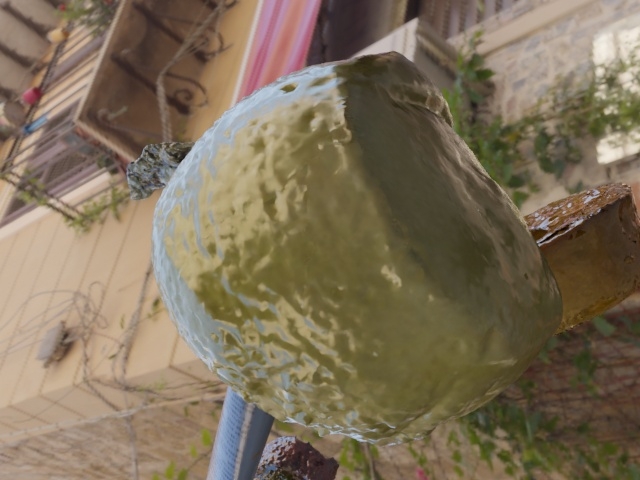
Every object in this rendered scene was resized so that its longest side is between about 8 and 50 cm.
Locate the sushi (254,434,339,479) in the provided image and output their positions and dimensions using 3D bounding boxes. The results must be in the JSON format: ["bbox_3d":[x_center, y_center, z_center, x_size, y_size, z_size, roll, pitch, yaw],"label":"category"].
[{"bbox_3d":[-0.069,0.509,1.708,0.161,0.241,0.107,29,-137,5],"label":"sushi"}]

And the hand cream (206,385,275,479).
[{"bbox_3d":[-0.075,0.181,0.820,0.058,0.091,0.271,8,-70,-27],"label":"hand cream"}]

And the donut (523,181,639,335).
[{"bbox_3d":[0.254,0.037,0.943,0.278,0.278,0.108,-30,-88,-51],"label":"donut"}]

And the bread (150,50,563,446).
[{"bbox_3d":[0.029,0.009,0.643,0.321,0.237,0.320,33,-146,-26],"label":"bread"}]

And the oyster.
[{"bbox_3d":[-0.222,-0.155,1.456,0.252,0.199,0.087,-24,-82,-17],"label":"oyster"}]
